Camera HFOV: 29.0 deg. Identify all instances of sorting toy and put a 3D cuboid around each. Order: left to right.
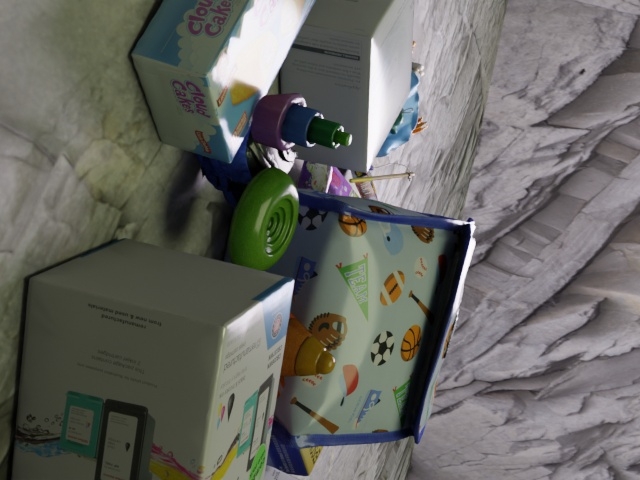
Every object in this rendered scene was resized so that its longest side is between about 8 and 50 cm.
[{"bbox_3d":[-0.024,0.016,1.401,0.127,0.126,0.365,-33,137,-55],"label":"sorting toy"}]

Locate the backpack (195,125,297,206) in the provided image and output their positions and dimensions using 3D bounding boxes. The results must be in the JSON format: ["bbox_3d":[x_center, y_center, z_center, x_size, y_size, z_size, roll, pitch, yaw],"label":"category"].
[{"bbox_3d":[-0.094,-0.104,1.442,0.120,0.101,0.098,73,30,-54],"label":"backpack"}]

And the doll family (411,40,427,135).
[{"bbox_3d":[0.127,-0.250,2.110,0.263,0.118,0.163,65,40,-67],"label":"doll family"}]

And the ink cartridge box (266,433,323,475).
[{"bbox_3d":[-0.025,0.267,1.949,0.303,0.072,0.307,80,32,-67],"label":"ink cartridge box"}]

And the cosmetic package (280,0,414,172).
[{"bbox_3d":[0.041,-0.256,1.756,0.224,0.138,0.224,-61,160,-46],"label":"cosmetic package"}]

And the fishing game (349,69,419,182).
[{"bbox_3d":[0.095,-0.224,1.988,0.189,0.041,0.264,-3,98,-37],"label":"fishing game"}]

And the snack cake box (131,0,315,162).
[{"bbox_3d":[-0.093,-0.237,1.327,0.152,0.089,0.264,82,29,-59],"label":"snack cake box"}]

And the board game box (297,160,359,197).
[{"bbox_3d":[0.000,0.000,1.940,0.347,0.056,0.208,40,67,-79],"label":"board game box"}]

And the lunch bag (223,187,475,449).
[{"bbox_3d":[0.058,0.103,1.691,0.385,0.239,0.328,9,96,-50],"label":"lunch bag"}]

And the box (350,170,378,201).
[{"bbox_3d":[0.067,-0.124,2.091,0.137,0.027,0.094,59,17,-70],"label":"box"}]

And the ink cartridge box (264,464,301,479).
[{"bbox_3d":[-0.091,0.443,1.832,0.127,0.072,0.175,-67,-178,-58],"label":"ink cartridge box"}]

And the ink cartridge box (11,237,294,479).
[{"bbox_3d":[-0.164,0.163,1.206,0.198,0.197,0.270,-34,135,-69],"label":"ink cartridge box"}]
